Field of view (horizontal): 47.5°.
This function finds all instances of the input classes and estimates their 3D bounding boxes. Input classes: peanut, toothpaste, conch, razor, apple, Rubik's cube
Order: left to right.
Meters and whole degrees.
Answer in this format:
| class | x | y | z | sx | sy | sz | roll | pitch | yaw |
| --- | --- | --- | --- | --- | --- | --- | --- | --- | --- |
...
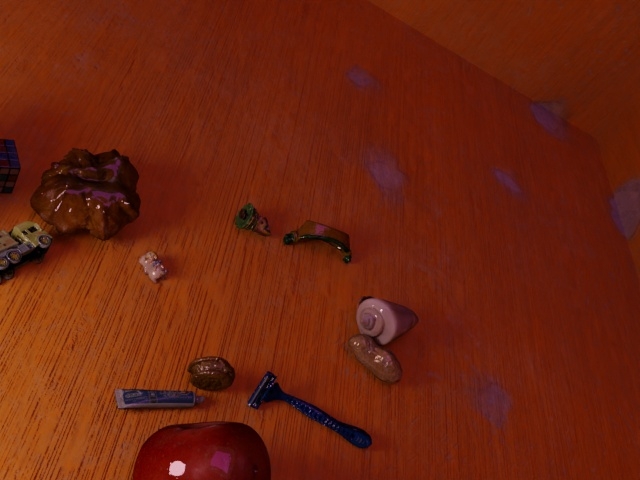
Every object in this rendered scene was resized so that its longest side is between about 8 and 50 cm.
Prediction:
| class | x | y | z | sx | sy | sz | roll | pitch | yaw |
| --- | --- | --- | --- | --- | --- | --- | --- | --- | --- |
| Rubik's cube | -0.753 | -0.173 | 1.674 | 0.092 | 0.092 | 0.092 | 1 | 52 | -38 |
| toothpaste | -0.340 | 0.340 | 1.557 | 0.197 | 0.034 | 0.057 | 8 | 33 | -31 |
| apple | -0.217 | 0.453 | 1.374 | 0.261 | 0.260 | 0.216 | 2 | 76 | -37 |
| razor | -0.015 | 0.412 | 1.733 | 0.324 | 0.093 | 0.056 | 30 | 4 | -17 |
| peanut | 0.149 | 0.310 | 1.931 | 0.174 | 0.080 | 0.080 | 40 | 39 | -1 |
| conch | 0.182 | 0.232 | 2.018 | 0.255 | 0.158 | 0.127 | 21 | 83 | -47 |

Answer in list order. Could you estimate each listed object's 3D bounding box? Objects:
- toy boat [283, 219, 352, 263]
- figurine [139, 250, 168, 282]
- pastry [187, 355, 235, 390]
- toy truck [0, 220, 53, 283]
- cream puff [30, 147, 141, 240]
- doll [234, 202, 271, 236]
| class | x | y | z | sx | sy | sz | roll | pitch | yaw |
| --- | --- | --- | --- | --- | --- | --- | --- | --- | --- |
| toy boat | 0.000 | 0.000 | 2.124 | 0.230 | 0.089 | 0.088 | 19 | 82 | -24 |
| figurine | -0.401 | 0.058 | 1.765 | 0.083 | 0.050 | 0.047 | 48 | 34 | 10 |
| pastry | -0.244 | 0.297 | 1.623 | 0.109 | 0.097 | 0.057 | -8 | 60 | 3 |
| toy truck | -0.672 | 0.017 | 1.569 | 0.100 | 0.077 | 0.169 | 45 | 40 | 5 |
| cream puff | -0.546 | -0.117 | 1.745 | 0.241 | 0.155 | 0.268 | 20 | 49 | -14 |
| doll | -0.190 | -0.044 | 2.035 | 0.113 | 0.077 | 0.078 | 50 | 15 | -45 |
